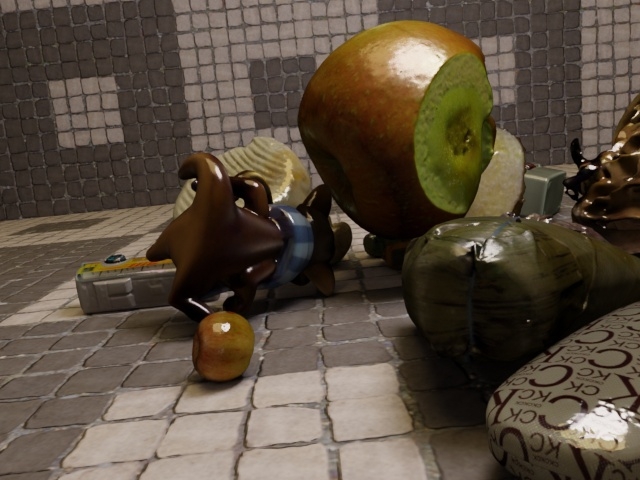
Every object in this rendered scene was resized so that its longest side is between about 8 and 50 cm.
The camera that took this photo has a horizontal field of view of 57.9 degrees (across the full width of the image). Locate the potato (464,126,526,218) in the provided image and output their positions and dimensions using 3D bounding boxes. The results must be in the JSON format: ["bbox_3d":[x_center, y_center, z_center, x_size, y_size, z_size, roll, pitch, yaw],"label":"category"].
[{"bbox_3d":[0.311,-0.096,1.329,0.288,0.301,0.237,27,-10,3],"label":"potato"}]

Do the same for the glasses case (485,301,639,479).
[{"bbox_3d":[0.284,0.118,0.503,0.354,0.085,0.137,-14,10,-37],"label":"glasses case"}]

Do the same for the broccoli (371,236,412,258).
[{"bbox_3d":[0.155,0.002,1.205,0.096,0.092,0.095,20,8,-3],"label":"broccoli"}]

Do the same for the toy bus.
[{"bbox_3d":[-0.316,0.076,1.074,0.267,0.092,0.106,-6,20,-2],"label":"toy bus"}]

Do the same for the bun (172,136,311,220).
[{"bbox_3d":[-0.183,-0.080,1.442,0.364,0.219,0.365,-15,41,13],"label":"bun"}]

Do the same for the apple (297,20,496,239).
[{"bbox_3d":[0.157,-0.198,1.049,0.374,0.384,0.374,-34,-18,-13],"label":"apple"}]

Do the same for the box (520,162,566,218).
[{"bbox_3d":[0.569,-0.130,1.561,0.129,0.148,0.210,15,21,33],"label":"box"}]

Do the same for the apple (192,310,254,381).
[{"bbox_3d":[-0.115,0.127,0.694,0.071,0.084,0.084,9,5,-20],"label":"apple"}]

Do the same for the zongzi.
[{"bbox_3d":[0.273,0.055,0.638,0.360,0.160,0.323,3,3,7],"label":"zongzi"}]

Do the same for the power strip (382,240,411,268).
[{"bbox_3d":[0.213,0.023,1.164,0.178,0.049,0.028,-8,17,-11],"label":"power strip"}]

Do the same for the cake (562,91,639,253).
[{"bbox_3d":[0.584,-0.121,0.998,0.320,0.333,0.332,-6,10,-9],"label":"cake"}]

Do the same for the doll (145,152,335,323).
[{"bbox_3d":[-0.127,-0.001,0.987,0.209,0.318,0.339,-26,-18,39],"label":"doll"}]

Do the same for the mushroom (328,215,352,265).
[{"bbox_3d":[0.000,0.000,1.236,0.147,0.112,0.148,2,6,0],"label":"mushroom"}]

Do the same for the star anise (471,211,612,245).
[{"bbox_3d":[0.313,0.016,0.962,0.331,0.118,0.332,-9,14,2],"label":"star anise"}]

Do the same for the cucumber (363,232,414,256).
[{"bbox_3d":[0.151,-0.001,1.292,0.111,0.064,0.064,-11,11,-26],"label":"cucumber"}]
